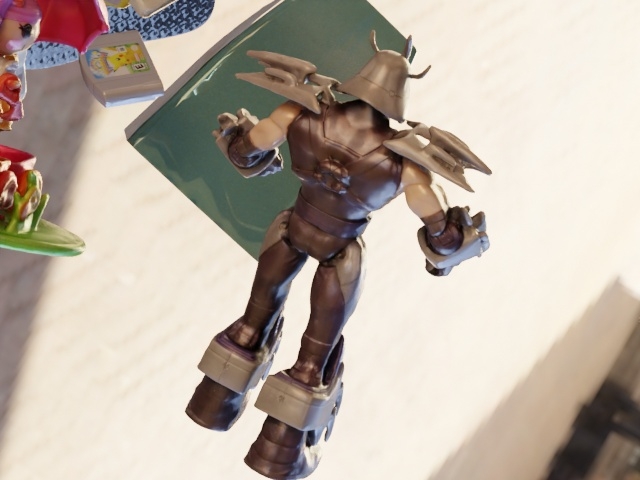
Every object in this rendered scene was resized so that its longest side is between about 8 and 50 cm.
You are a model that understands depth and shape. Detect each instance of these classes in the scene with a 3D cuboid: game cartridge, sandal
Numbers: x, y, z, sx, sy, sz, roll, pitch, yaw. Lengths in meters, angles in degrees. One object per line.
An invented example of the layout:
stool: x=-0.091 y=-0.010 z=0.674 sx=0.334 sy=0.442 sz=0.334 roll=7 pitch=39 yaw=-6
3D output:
game cartridge: x=-0.159 y=-0.135 z=1.420 sx=0.056 sy=0.083 sz=0.017 roll=-14 pitch=134 yaw=-14
sandal: x=-0.229 y=-0.223 z=1.753 sx=0.255 sy=0.054 sz=0.097 roll=-9 pitch=138 yaw=-24

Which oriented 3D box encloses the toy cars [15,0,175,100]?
toy cars: x=-0.230 y=-0.184 z=1.588 sx=0.394 sy=0.087 sz=0.176 roll=-35 pitch=178 yaw=21

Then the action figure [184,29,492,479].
action figure: x=0.000 y=0.000 z=1.118 sx=0.099 sy=0.185 sz=0.285 roll=-17 pitch=133 yaw=-58

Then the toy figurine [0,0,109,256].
toy figurine: x=-0.171 y=-0.084 z=0.936 sx=0.173 sy=0.130 sz=0.159 roll=-16 pitch=122 yaw=-80

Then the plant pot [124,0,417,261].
plant pot: x=-0.035 y=-0.123 z=1.628 sx=0.234 sy=0.165 sz=0.166 roll=-47 pitch=-170 yaw=0
